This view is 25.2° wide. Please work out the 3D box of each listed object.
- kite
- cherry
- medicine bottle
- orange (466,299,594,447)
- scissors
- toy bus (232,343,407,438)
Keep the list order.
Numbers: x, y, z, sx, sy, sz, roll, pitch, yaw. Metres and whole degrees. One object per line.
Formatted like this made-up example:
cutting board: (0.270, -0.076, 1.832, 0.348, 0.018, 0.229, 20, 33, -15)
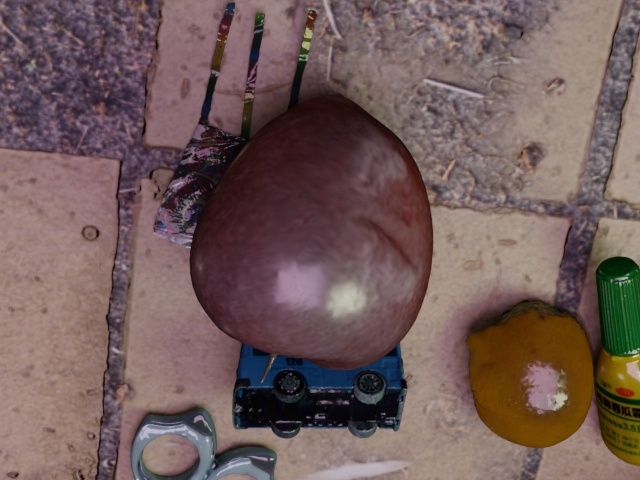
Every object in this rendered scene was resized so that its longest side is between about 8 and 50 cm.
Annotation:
kite: (-0.078, -0.114, 1.510, 0.152, 0.015, 0.285, 10, 112, -11)
cherry: (0.000, 0.000, 1.445, 0.261, 0.221, 0.308, 22, 80, -50)
medicine bottle: (0.339, 0.134, 1.576, 0.064, 0.095, 0.261, -32, 125, -29)
orange: (0.239, 0.156, 1.590, 0.170, 0.112, 0.160, 30, 105, -26)
scissors: (-0.200, 0.351, 1.663, 0.191, 0.029, 0.360, 34, 104, -17)
toy bus: (-0.004, 0.151, 1.563, 0.184, 0.106, 0.090, 1, 141, -5)
